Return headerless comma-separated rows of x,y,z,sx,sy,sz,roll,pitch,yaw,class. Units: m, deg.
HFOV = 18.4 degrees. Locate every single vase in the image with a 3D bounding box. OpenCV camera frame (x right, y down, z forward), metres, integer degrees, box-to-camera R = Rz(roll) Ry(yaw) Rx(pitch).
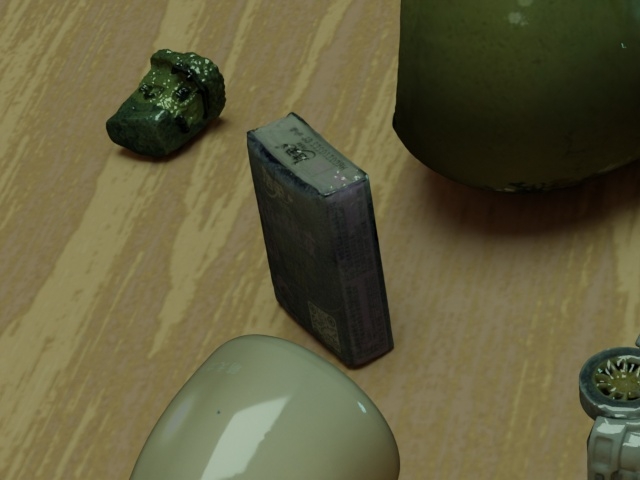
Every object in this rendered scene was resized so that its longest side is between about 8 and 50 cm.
0.212,-0.162,1.528,0.302,0.240,0.329,3,14,4,vase

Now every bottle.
-0.070,0.183,1.224,0.147,0.147,0.236,17,51,34,bottle

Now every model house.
-0.132,-0.113,1.672,0.079,0.066,0.083,17,49,36,model house

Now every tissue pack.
0.000,0.000,1.416,0.051,0.156,0.112,-26,39,-20,tissue pack

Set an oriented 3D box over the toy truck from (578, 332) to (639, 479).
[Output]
0.290,0.059,1.260,0.175,0.146,0.367,14,46,26,toy truck
